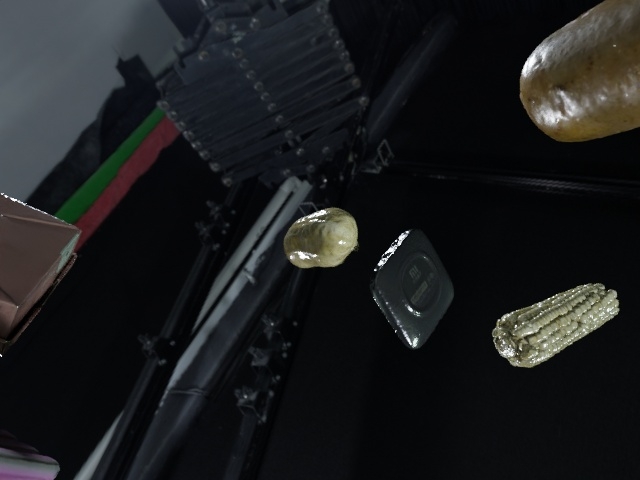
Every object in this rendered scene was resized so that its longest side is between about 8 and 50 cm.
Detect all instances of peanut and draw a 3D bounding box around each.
[{"bbox_3d":[0.000,0.000,1.042,0.224,0.129,0.129,-10,-134,53],"label":"peanut"}]

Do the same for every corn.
[{"bbox_3d":[0.370,0.130,0.740,0.210,0.087,0.087,-19,-142,-20],"label":"corn"}]

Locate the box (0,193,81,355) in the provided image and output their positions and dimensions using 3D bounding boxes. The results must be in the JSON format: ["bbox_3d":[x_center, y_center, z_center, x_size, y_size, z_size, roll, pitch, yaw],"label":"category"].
[{"bbox_3d":[-0.467,0.020,0.629,0.086,0.215,0.215,-54,-161,24],"label":"box"}]

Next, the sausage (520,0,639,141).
[{"bbox_3d":[0.345,-0.166,0.313,0.136,0.123,0.500,-53,-161,-12],"label":"sausage"}]

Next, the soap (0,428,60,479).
[{"bbox_3d":[-0.339,0.196,0.417,0.122,0.203,0.066,23,-118,11],"label":"soap"}]

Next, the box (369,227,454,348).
[{"bbox_3d":[0.202,0.098,0.988,0.212,0.201,0.042,-43,-166,-33],"label":"box"}]
